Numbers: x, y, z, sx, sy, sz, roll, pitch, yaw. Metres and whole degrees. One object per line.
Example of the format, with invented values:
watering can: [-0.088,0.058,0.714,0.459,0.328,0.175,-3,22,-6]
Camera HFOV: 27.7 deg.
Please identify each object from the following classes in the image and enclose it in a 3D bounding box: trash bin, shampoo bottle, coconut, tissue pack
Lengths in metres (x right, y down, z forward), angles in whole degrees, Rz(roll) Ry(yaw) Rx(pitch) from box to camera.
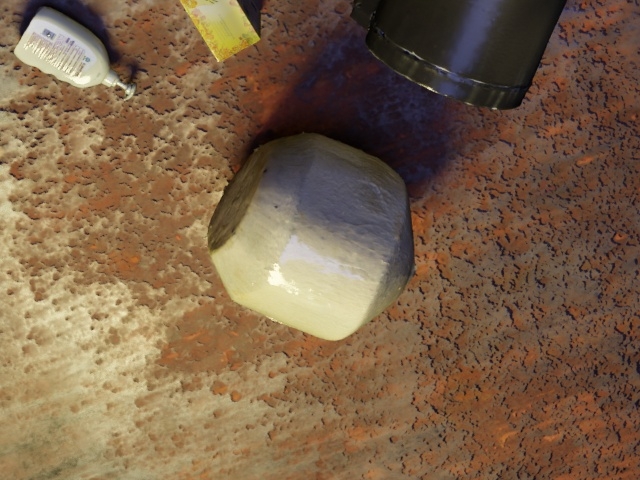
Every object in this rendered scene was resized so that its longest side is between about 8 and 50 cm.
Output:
trash bin: [0.194,-0.326,1.457,0.252,0.203,0.301,32,117,18]
shampoo bottle: [-0.290,-0.220,1.579,0.152,0.045,0.077,29,112,-15]
coconut: [0.000,0.000,1.610,0.247,0.245,0.245,27,114,-18]
tissue pack: [-0.138,-0.307,1.510,0.062,0.095,0.176,-27,117,13]
